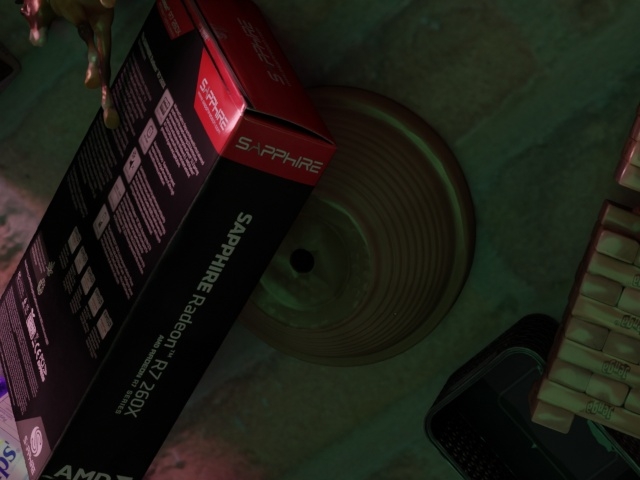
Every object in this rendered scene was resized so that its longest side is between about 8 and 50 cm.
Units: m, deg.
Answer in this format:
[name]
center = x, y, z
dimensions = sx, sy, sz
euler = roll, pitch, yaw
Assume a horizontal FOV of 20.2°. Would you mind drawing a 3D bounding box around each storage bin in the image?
[storage bin]
center = 0.186, 0.166, 1.460
dimensions = 0.122, 0.084, 0.180
euler = -41, 91, 24

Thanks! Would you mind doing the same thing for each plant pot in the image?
[plant pot]
center = 0.000, 0.000, 1.454
dimensions = 0.237, 0.110, 0.237
euler = 5, 107, 17

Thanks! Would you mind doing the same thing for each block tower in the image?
[block tower]
center = 0.255, -0.013, 1.334
dimensions = 0.097, 0.091, 0.336
euler = 21, 97, 4

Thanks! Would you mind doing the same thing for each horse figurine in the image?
[horse figurine]
center = -0.174, -0.216, 1.390
dimensions = 0.066, 0.174, 0.263
euler = -3, 143, -21

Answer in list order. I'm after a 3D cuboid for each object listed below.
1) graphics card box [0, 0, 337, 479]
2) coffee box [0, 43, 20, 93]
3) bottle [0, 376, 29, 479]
[graphics card box]
center = -0.137, 0.000, 1.431
dimensions = 0.094, 0.233, 0.371
euler = 18, 116, -31
[coffee box]
center = -0.390, -0.133, 1.432
dimensions = 0.168, 0.297, 0.119
euler = 47, 114, -1
[bottle]
center = -0.300, 0.182, 1.613
dimensions = 0.283, 0.092, 0.118
euler = 36, 115, 4
